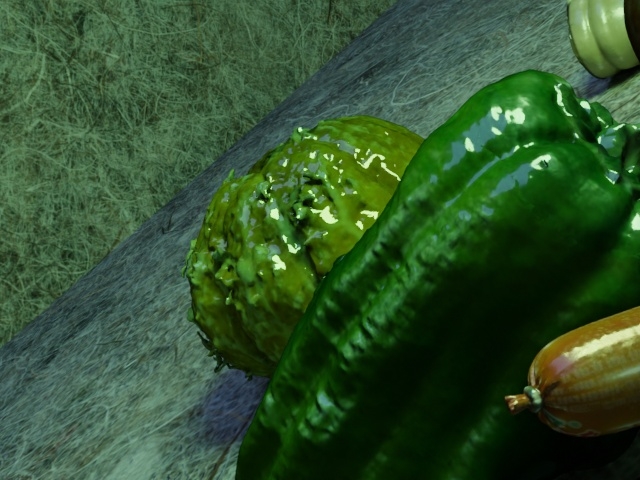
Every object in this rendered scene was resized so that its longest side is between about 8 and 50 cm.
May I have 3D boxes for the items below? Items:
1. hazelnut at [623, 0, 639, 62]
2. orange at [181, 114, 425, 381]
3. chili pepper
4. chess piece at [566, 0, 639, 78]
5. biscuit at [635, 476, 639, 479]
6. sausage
[{"bbox_3d":[0.361,-0.195,0.843,0.234,0.218,0.218,-46,9,29],"label":"hazelnut"},{"bbox_3d":[0.000,0.000,1.047,0.301,0.223,0.300,-19,17,49],"label":"orange"},{"bbox_3d":[0.087,0.090,0.637,0.385,0.213,0.167,-57,37,28],"label":"chili pepper"},{"bbox_3d":[0.441,-0.290,1.196,0.307,0.124,0.138,-19,-16,37],"label":"chess piece"},{"bbox_3d":[0.303,0.082,0.405,0.388,0.073,0.107,-23,18,39],"label":"biscuit"},{"bbox_3d":[0.251,0.025,0.509,0.347,0.053,0.053,-18,14,-6],"label":"sausage"}]
